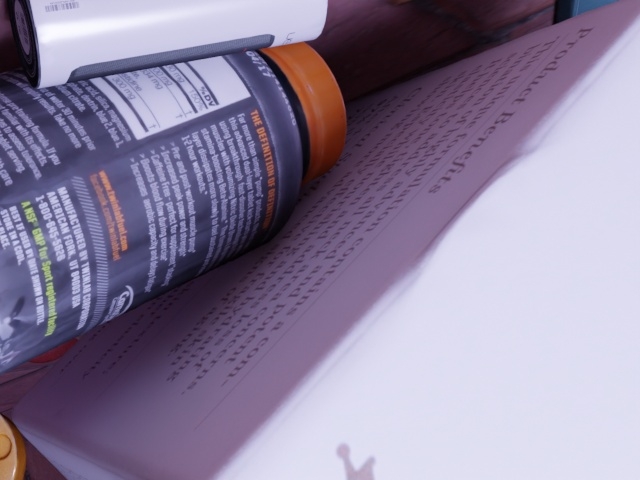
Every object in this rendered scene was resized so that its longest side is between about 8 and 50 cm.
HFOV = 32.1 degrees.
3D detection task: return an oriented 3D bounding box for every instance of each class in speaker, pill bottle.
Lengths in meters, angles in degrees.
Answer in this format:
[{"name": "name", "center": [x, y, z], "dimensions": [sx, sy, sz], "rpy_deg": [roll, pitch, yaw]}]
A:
[{"name": "speaker", "center": [-0.067, -0.107, 0.499], "dimensions": [0.136, 0.055, 0.055], "rpy_deg": [-14, 170, -23]}, {"name": "pill bottle", "center": [-0.099, -0.034, 0.559], "dimensions": [0.246, 0.130, 0.130], "rpy_deg": [-27, 178, -39]}]

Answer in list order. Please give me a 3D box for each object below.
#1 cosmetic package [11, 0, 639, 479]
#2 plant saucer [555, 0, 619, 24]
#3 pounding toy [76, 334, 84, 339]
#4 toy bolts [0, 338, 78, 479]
[{"name": "cosmetic package", "center": [0.075, 0.113, 0.658], "dimensions": [0.329, 0.327, 0.394], "rpy_deg": [-46, -164, -20]}, {"name": "plant saucer", "center": [0.195, -0.166, 0.754], "dimensions": [0.067, 0.018, 0.192], "rpy_deg": [-18, 172, 8]}, {"name": "pounding toy", "center": [-0.076, 0.013, 0.868], "dimensions": [0.181, 0.206, 0.094], "rpy_deg": [25, 180, 13]}, {"name": "toy bolts", "center": [-0.313, 0.104, 0.906], "dimensions": [0.228, 0.218, 0.158], "rpy_deg": [-38, 161, 8]}]
